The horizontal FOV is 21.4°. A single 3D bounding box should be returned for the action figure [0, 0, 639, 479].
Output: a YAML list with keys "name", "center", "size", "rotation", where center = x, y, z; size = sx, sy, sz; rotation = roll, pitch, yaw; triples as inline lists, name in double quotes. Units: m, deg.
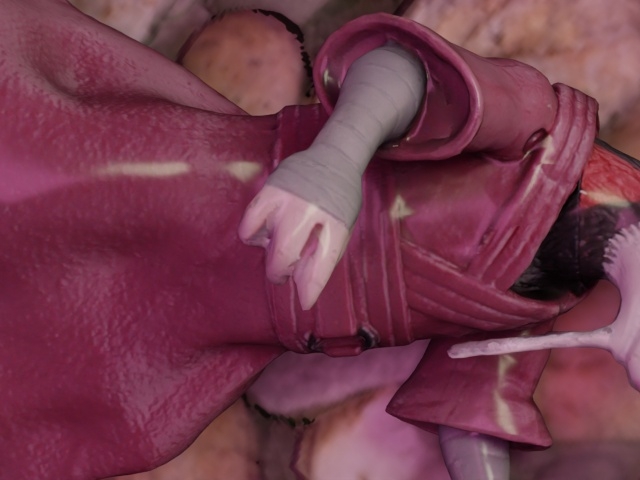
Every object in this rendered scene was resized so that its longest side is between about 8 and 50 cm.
- name: "action figure"
  center: [0.000, 0.000, 0.673]
  size: [0.370, 0.248, 0.275]
  rotation: [-3, 41, 5]
